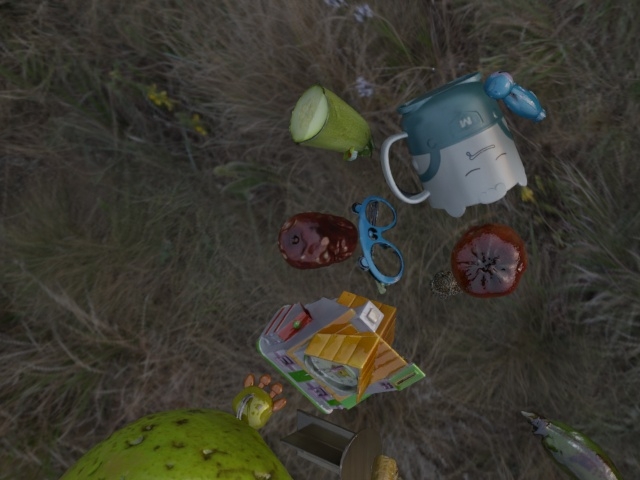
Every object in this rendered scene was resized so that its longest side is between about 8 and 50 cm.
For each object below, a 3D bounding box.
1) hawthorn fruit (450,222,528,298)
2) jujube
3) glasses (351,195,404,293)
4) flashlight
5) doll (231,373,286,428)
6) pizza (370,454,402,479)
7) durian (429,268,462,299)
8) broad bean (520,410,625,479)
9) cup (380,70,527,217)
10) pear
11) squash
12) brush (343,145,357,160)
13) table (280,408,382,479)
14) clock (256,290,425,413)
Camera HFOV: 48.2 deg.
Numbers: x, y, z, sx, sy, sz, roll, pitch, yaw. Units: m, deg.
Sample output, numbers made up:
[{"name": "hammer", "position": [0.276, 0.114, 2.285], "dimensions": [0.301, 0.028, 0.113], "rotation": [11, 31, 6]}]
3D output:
[{"name": "hawthorn fruit", "position": [0.358, 0.036, 1.502], "dimensions": [0.157, 0.194, 0.157], "rotation": [6, 105, 23]}, {"name": "jujube", "position": [0.000, 0.000, 1.860], "dimensions": [0.155, 0.230, 0.155], "rotation": [-1, 89, 46]}, {"name": "glasses", "position": [0.150, 0.022, 1.731], "dimensions": [0.102, 0.207, 0.239], "rotation": [-11, 62, 10]}, {"name": "flashlight", "position": [0.332, -0.241, 1.220], "dimensions": [0.129, 0.051, 0.051], "rotation": [31, 108, -27]}, {"name": "doll", "position": [-0.194, 0.446, 1.875], "dimensions": [0.143, 0.135, 0.221], "rotation": [31, 67, 34]}, {"name": "pizza", "position": [0.127, 0.521, 1.407], "dimensions": [0.069, 0.194, 0.154], "rotation": [4, 60, 10]}, {"name": "durian", "position": [0.304, 0.106, 1.708], "dimensions": [0.091, 0.080, 0.080], "rotation": [5, 108, -32]}, {"name": "broad bean", "position": [0.420, 0.367, 1.037], "dimensions": [0.339, 0.061, 0.077], "rotation": [50, 148, 5]}, {"name": "cup", "position": [0.274, -0.195, 1.559], "dimensions": [0.290, 0.219, 0.257], "rotation": [-25, 102, -1]}, {"name": "pear", "position": [-0.196, 0.412, 0.900], "dimensions": [0.391, 0.391, 0.391], "rotation": [2, 104, 8]}, {"name": "squash", "position": [0.037, -0.255, 1.568], "dimensions": [0.137, 0.287, 0.137], "rotation": [-2, 87, 32]}, {"name": "brush", "position": [0.060, -0.165, 1.353], "dimensions": [0.021, 0.083, 0.018], "rotation": [14, 86, -5]}, {"name": "table", "position": [0.020, 0.529, 1.845], "dimensions": [0.227, 0.167, 0.167], "rotation": [12, 108, 40]}, {"name": "clock", "position": [0.046, 0.222, 1.442], "dimensions": [0.235, 0.166, 0.309], "rotation": [45, 145, -14]}]
